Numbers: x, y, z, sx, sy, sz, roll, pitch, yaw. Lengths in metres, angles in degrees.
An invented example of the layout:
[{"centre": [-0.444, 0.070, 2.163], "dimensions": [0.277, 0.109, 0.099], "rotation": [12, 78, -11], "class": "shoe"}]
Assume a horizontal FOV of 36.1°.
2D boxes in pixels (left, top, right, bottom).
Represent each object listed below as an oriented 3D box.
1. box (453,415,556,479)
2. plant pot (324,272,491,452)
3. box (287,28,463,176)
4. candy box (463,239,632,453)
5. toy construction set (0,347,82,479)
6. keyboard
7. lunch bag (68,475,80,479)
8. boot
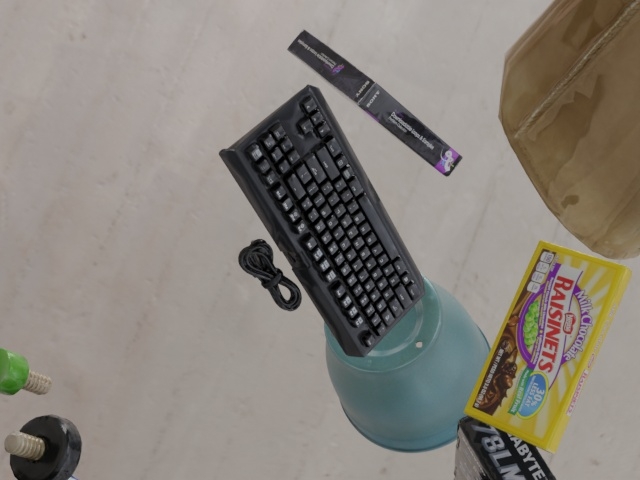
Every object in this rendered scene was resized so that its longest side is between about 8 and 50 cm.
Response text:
[{"centre": [0.265, 0.370, 1.200], "dimensions": [0.073, 0.293, 0.295], "rotation": [-28, 62, -6], "class": "box"}, {"centre": [0.123, 0.171, 1.561], "dimensions": [0.272, 0.255, 0.271], "rotation": [-8, 61, 15], "class": "plant pot"}, {"centre": [0.053, -0.126, 0.913], "dimensions": [0.029, 0.162, 0.116], "rotation": [-53, 50, 8], "class": "box"}, {"centre": [0.237, 0.107, 1.028], "dimensions": [0.105, 0.027, 0.206], "rotation": [20, 82, 37], "class": "candy box"}, {"centre": [-0.316, 0.243, 0.669], "dimensions": [0.309, 0.237, 0.257], "rotation": [-45, 56, 3], "class": "toy construction set"}, {"centre": [0.000, 0.000, 0.642], "dimensions": [0.108, 0.180, 0.023], "rotation": [-41, 29, -17], "class": "keyboard"}, {"centre": [-0.220, 0.305, 0.948], "dimensions": [0.096, 0.129, 0.151], "rotation": [-30, 48, 17], "class": "lunch bag"}, {"centre": [0.162, -0.157, 0.448], "dimensions": [0.089, 0.269, 0.236], "rotation": [-4, 60, -32], "class": "boot"}]
